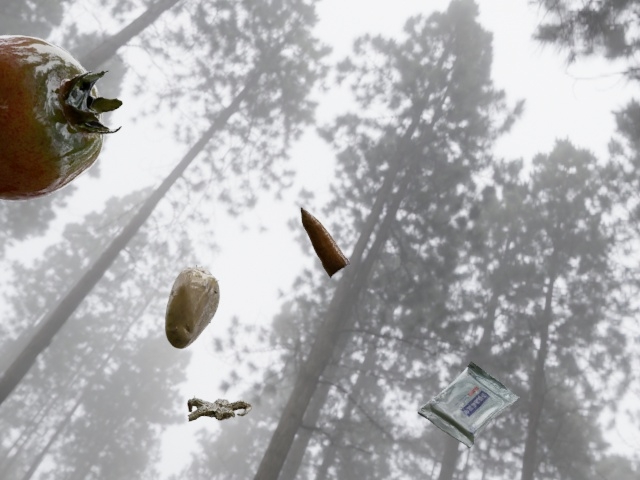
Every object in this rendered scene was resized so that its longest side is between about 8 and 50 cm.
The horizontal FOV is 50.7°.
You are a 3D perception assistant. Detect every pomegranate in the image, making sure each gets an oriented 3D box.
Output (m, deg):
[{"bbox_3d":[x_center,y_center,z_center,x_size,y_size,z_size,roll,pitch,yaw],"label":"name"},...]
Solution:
[{"bbox_3d":[-0.385,-0.164,0.906,0.257,0.220,0.220,-4,-52,19],"label":"pomegranate"}]

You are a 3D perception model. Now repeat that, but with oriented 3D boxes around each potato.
[{"bbox_3d":[-0.334,0.168,1.774,0.128,0.234,0.161,0,-59,18],"label":"potato"}]

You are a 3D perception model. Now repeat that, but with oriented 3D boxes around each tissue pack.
[{"bbox_3d":[0.298,0.326,1.346,0.123,0.193,0.026,31,-47,32],"label":"tissue pack"}]

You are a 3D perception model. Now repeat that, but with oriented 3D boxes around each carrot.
[{"bbox_3d":[0.000,0.000,1.797,0.072,0.072,0.205,-30,-86,41],"label":"carrot"}]

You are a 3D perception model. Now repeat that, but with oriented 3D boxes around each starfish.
[{"bbox_3d":[-0.244,0.395,1.599,0.210,0.150,0.053,-11,-87,65],"label":"starfish"}]
